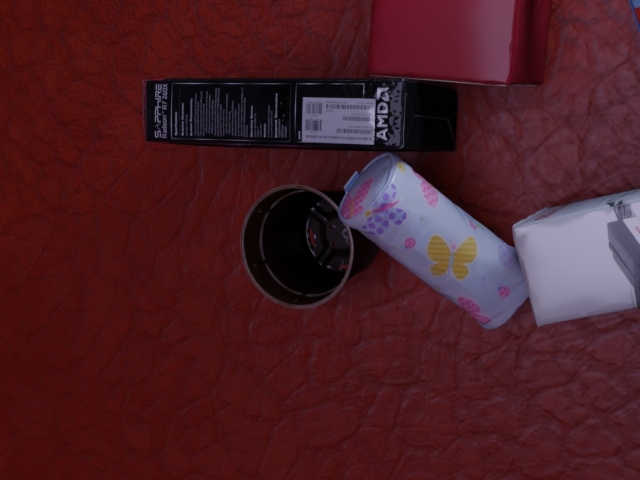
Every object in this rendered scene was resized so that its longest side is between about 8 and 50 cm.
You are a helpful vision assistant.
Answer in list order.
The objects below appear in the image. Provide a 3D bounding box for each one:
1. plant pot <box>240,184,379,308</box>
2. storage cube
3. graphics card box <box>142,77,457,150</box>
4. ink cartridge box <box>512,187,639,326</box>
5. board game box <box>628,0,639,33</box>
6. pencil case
[{"bbox_3d":[0.000,0.000,1.518,0.167,0.165,0.167,3,98,24],"label":"plant pot"},{"bbox_3d":[0.185,-0.298,1.386,0.215,0.184,0.193,9,101,22],"label":"storage cube"},{"bbox_3d":[-0.023,-0.168,1.469,0.371,0.233,0.094,2,94,23],"label":"graphics card box"},{"bbox_3d":[0.412,-0.002,1.303,0.307,0.223,0.129,-13,92,25],"label":"ink cartridge box"},{"bbox_3d":[0.488,-0.359,1.223,0.308,0.086,0.302,-15,121,25],"label":"board game box"},{"bbox_3d":[0.154,0.000,1.415,0.273,0.124,0.113,35,101,-20],"label":"pencil case"}]
